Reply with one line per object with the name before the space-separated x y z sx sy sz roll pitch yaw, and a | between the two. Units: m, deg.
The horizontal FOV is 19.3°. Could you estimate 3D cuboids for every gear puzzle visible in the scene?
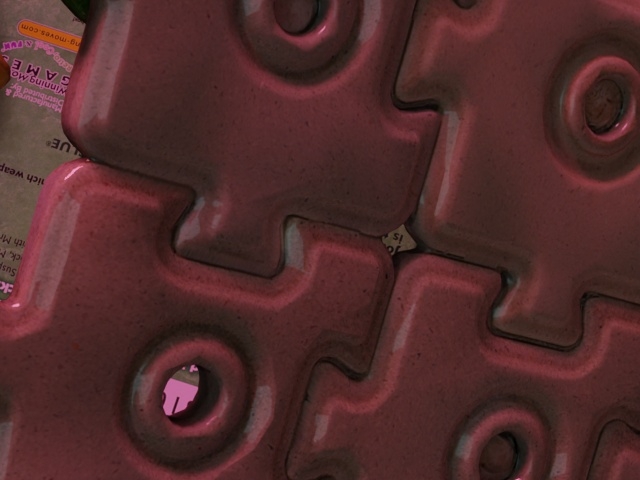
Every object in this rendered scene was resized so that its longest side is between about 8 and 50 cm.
gear puzzle | 0.000 0.000 0.397 0.339 0.044 0.175 14 93 -32

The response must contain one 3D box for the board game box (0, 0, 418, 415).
board game box | -0.107 -0.010 0.450 0.260 0.030 0.136 19 70 0
